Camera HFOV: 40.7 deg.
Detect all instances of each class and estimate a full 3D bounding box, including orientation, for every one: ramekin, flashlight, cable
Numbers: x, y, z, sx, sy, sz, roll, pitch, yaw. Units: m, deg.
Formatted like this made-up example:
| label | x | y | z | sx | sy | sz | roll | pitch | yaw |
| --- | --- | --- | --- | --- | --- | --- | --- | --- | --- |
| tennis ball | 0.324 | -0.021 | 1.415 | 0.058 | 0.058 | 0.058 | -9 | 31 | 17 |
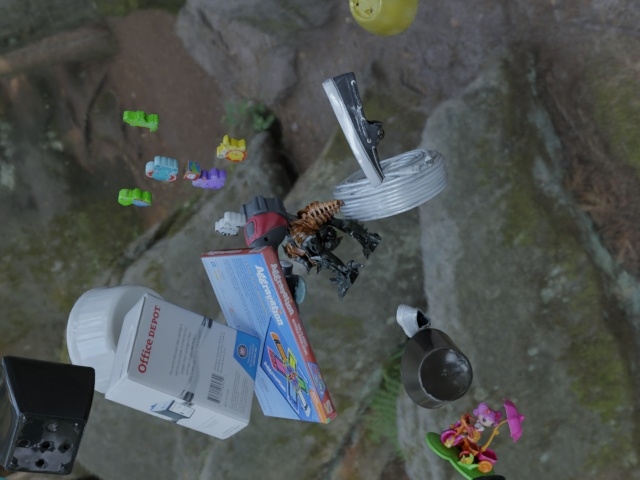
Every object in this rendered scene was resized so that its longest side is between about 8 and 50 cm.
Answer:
| label | x | y | z | sx | sy | sz | roll | pitch | yaw |
| --- | --- | --- | --- | --- | --- | --- | --- | --- | --- |
| ramekin | -0.483 | 0.240 | 2.163 | 0.135 | 0.277 | 0.277 | -14 | 101 | 32 |
| flashlight | -0.095 | 0.056 | 1.745 | 0.103 | 0.103 | 0.304 | 79 | 178 | -59 |
| cable | 0.157 | -0.125 | 1.901 | 0.089 | 0.257 | 0.257 | 67 | -156 | -12 |

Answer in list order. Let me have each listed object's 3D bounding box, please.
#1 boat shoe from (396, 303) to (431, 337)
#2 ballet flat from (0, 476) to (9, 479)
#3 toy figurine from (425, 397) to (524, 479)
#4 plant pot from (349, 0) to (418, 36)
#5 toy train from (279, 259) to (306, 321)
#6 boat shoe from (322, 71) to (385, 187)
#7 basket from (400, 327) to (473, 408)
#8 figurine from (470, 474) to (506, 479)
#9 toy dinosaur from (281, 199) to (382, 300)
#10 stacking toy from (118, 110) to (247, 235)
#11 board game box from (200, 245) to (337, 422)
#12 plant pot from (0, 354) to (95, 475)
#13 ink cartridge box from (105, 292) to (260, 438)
| label | x | y | z | sx | sy | sz | roll | pitch | yaw |
| --- | --- | --- | --- | --- | --- | --- | --- | --- | --- |
| boat shoe | 0.253 | 0.210 | 2.240 | 0.063 | 0.066 | 0.184 | 5 | 154 | 26 |
| ballet flat | -0.356 | 0.234 | 0.778 | 0.240 | 0.077 | 0.091 | 21 | 139 | 5 |
| toy figurine | 0.323 | 0.377 | 1.715 | 0.173 | 0.159 | 0.130 | 30 | -160 | -12 |
| plant pot | 0.109 | -0.458 | 1.662 | 0.134 | 0.095 | 0.134 | 10 | 110 | 29 |
| toy train | -0.143 | 0.195 | 2.274 | 0.190 | 0.142 | 0.334 | 28 | 117 | 46 |
| boat shoe | 0.082 | -0.212 | 1.635 | 0.080 | 0.076 | 0.229 | -99 | -17 | -76 |
| basket | 0.284 | 0.315 | 2.090 | 0.227 | 0.154 | 0.204 | 109 | 161 | -84 |
| figurine | 0.186 | 0.435 | 1.309 | 0.092 | 0.209 | 0.215 | 63 | -168 | -1 |
| toy dinosaur | 0.000 | 0.000 | 1.838 | 0.218 | 0.164 | 0.322 | 34 | 176 | 2 |
| stacking toy | -0.219 | -0.108 | 1.397 | 0.052 | 0.221 | 0.167 | -43 | 42 | 49 |
| board game box | -0.078 | 0.143 | 1.296 | 0.145 | 0.027 | 0.281 | -4 | 112 | 45 |
| plant pot | -0.547 | 0.358 | 1.695 | 0.167 | 0.187 | 0.188 | 45 | 118 | 60 |
| ink cartridge box | -0.190 | 0.179 | 1.219 | 0.082 | 0.190 | 0.140 | -42 | 32 | 43 |
